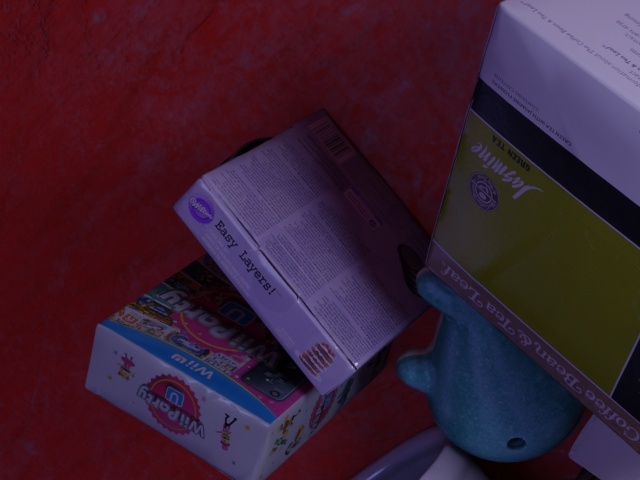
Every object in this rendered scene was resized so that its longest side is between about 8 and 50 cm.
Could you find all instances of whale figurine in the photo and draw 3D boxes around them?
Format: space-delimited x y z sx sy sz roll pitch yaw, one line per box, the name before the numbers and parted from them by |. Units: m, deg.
whale figurine | 0.183 0.127 1.393 0.216 0.141 0.272 -13 136 11

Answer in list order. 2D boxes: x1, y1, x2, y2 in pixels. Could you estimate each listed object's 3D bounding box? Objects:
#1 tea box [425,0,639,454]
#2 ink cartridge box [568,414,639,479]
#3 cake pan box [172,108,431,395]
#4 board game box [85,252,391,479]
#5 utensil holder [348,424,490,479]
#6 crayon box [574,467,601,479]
tea box | 0.300 -0.026 1.146 0.329 0.220 0.323 43 144 25
ink cartridge box | 0.353 0.182 1.340 0.139 0.190 0.082 35 126 14
cake pan box | 0.000 0.000 1.441 0.267 0.246 0.070 50 127 2
board game box | -0.079 0.120 1.507 0.224 0.303 0.097 28 123 18
utensil holder | 0.141 0.458 1.518 0.327 0.327 0.385 -37 92 37
crayon box | 0.338 0.406 1.343 0.313 0.363 0.106 50 127 2
